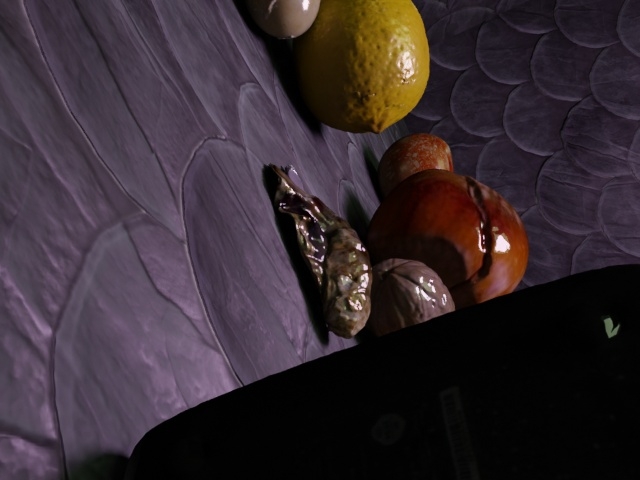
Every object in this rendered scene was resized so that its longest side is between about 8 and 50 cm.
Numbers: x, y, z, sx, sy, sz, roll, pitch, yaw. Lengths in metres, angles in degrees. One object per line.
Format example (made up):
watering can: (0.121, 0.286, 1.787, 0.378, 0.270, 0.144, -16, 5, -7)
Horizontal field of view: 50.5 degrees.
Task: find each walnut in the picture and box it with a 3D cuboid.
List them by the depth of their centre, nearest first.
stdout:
walnut: (0.163, 0.130, 1.257, 0.230, 0.178, 0.178, 49, 23, -36)

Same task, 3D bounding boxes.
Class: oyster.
oyster: (0.001, 0.000, 1.060, 0.294, 0.094, 0.166, 60, 24, -3)

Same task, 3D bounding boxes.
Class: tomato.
tomato: (0.278, -0.178, 1.998, 0.270, 0.222, 0.270, -1, 90, -73)

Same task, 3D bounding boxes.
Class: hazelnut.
hazelnut: (0.278, 0.010, 1.520, 0.315, 0.372, 0.372, 127, -52, -63)

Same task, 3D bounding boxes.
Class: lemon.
lemon: (0.086, -0.400, 1.479, 0.336, 0.336, 0.336, 58, 18, -31)

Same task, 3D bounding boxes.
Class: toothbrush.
toothbrush: (0.008, -0.025, 1.228, 0.288, 0.024, 0.026, 56, 5, -34)

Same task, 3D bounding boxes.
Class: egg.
egg: (-0.075, -0.493, 1.338, 0.164, 0.164, 0.201, 35, 40, -63)

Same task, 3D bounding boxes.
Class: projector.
projector: (0.088, 0.255, 0.369, 0.242, 0.405, 0.395, 56, 19, -37)
